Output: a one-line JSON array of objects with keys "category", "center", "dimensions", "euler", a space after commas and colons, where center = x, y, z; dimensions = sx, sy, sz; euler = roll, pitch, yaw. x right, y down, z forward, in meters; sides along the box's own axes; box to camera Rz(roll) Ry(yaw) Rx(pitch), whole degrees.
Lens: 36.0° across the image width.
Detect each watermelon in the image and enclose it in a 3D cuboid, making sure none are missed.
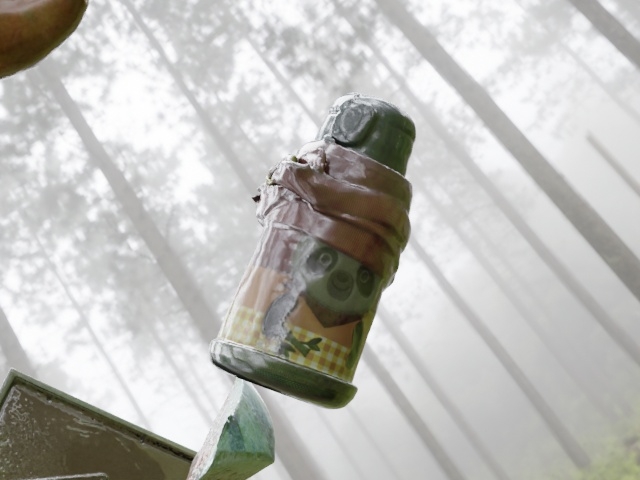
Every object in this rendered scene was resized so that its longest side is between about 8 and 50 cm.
[{"category": "watermelon", "center": [-0.092, 0.203, 1.007], "dimensions": [0.094, 0.081, 0.180], "euler": [-25, 19, 31]}]

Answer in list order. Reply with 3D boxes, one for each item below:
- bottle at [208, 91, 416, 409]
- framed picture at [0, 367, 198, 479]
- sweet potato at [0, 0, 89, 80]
[{"category": "bottle", "center": [0.000, 0.000, 0.857], "dimensions": [0.156, 0.143, 0.271], "euler": [39, -112, -63]}, {"category": "framed picture", "center": [-0.281, 0.286, 1.145], "dimensions": [0.018, 0.265, 0.192], "euler": [-47, 18, 54]}, {"category": "sweet potato", "center": [-0.168, -0.076, 0.272], "dimensions": [0.202, 0.058, 0.055], "euler": [9, -42, -27]}]
